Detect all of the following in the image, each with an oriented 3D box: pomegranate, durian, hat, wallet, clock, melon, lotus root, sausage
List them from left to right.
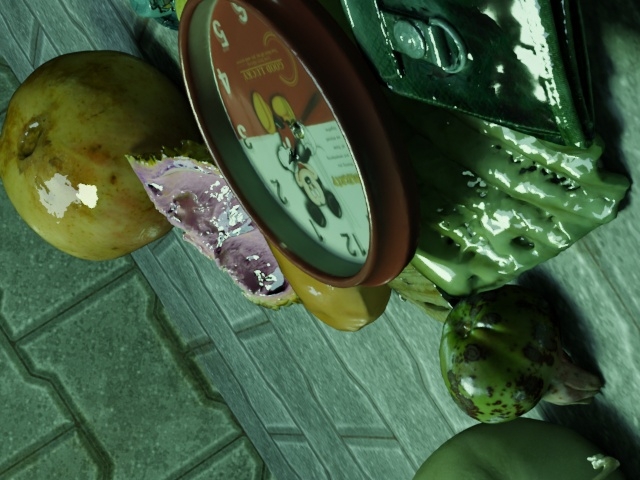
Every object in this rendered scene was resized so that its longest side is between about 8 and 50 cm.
[{"bbox_3d":[-0.326,-0.127,2.150,0.338,0.338,0.338,51,164,21],"label":"pomegranate"},{"bbox_3d":[-0.230,-0.340,1.823,0.191,0.078,0.138,43,158,42],"label":"hat"},{"bbox_3d":[-0.106,-0.041,1.988,0.191,0.112,0.341,-25,116,40],"label":"durian"},{"bbox_3d":[-0.015,-0.103,1.229,0.318,0.080,0.318,44,153,30],"label":"clock"},{"bbox_3d":[0.000,0.000,1.716,0.241,0.120,0.136,60,150,-8],"label":"sausage"},{"bbox_3d":[0.115,0.021,1.504,0.143,0.070,0.144,55,162,-15],"label":"lotus root"},{"bbox_3d":[0.096,-0.157,1.000,0.236,0.055,0.160,28,144,50],"label":"wallet"},{"bbox_3d":[0.195,0.115,1.356,0.163,0.138,0.125,14,158,14],"label":"pomegranate"},{"bbox_3d":[0.209,0.313,1.452,0.272,0.272,0.308,48,-176,31],"label":"melon"}]

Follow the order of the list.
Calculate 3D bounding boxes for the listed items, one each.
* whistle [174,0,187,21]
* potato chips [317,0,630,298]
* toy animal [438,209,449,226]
[{"bbox_3d":[-0.076,-0.234,1.517,0.223,0.123,0.123,51,170,-34],"label":"whistle"},{"bbox_3d":[0.097,-0.147,1.177,0.389,0.097,0.373,56,155,13],"label":"potato chips"},{"bbox_3d":[0.097,-0.057,1.404,0.124,0.085,0.071,51,147,3],"label":"toy animal"}]
